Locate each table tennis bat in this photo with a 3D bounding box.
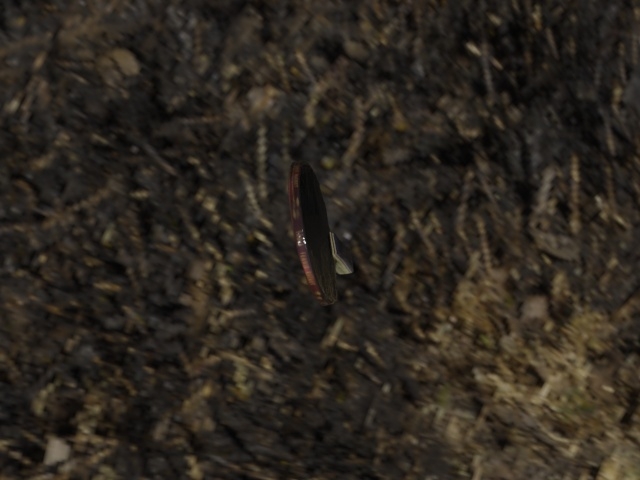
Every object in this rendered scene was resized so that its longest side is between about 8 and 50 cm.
[{"bbox_3d":[0.000,0.000,0.568,0.007,0.083,0.050,-11,78,9],"label":"table tennis bat"}]
